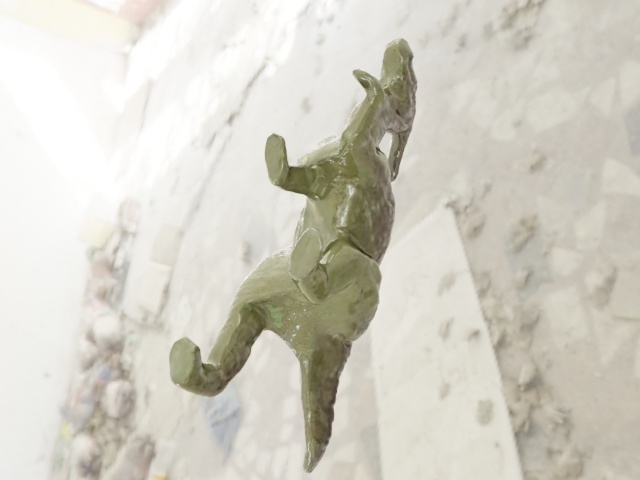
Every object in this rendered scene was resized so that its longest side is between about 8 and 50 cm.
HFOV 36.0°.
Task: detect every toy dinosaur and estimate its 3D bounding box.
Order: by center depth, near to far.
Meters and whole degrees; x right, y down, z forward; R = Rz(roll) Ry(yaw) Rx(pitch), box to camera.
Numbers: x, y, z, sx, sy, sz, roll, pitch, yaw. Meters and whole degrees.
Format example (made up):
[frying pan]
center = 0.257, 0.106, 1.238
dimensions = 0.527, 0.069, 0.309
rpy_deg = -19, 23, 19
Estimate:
[toy dinosaur]
center = 0.007, 0.001, 0.635
dimensions = 0.077, 0.162, 0.294
rpy_deg = 24, 89, 27
